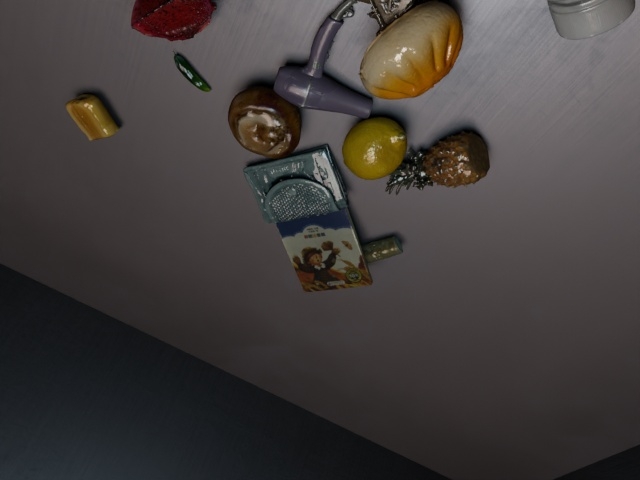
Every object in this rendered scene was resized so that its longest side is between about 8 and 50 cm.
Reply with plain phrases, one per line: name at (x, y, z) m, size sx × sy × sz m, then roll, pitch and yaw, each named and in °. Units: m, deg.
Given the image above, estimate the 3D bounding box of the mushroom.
mushroom at (-0.177, -0.374, 1.921) m, size 0.253 × 0.153 × 0.253 m, roll 14°, pitch 140°, yaw 12°

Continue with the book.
book at (0.000, 0.000, 2.251) m, size 0.300 × 0.039 × 0.428 m, roll -8°, pitch 117°, yaw 27°

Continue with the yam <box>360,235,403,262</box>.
yam at (0.219, 0.035, 2.250) m, size 0.179 × 0.078 × 0.078 m, roll -18°, pitch 125°, yaw 32°

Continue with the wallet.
wallet at (-0.090, -0.183, 2.112) m, size 0.342 × 0.075 × 0.237 m, roll -10°, pitch 115°, yaw 26°

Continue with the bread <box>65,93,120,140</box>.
bread at (-0.800, -0.437, 2.129) m, size 0.134 × 0.085 × 0.173 m, roll -2°, pitch 134°, yaw 25°

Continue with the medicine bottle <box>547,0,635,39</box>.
medicine bottle at (0.574, -0.645, 1.352) m, size 0.208 × 0.208 × 0.340 m, roll -14°, pitch 128°, yaw 30°

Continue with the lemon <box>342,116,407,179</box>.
lemon at (0.168, -0.285, 1.872) m, size 0.187 × 0.187 × 0.244 m, roll 42°, pitch 135°, yaw -22°

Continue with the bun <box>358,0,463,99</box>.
bun at (0.247, -0.464, 1.570) m, size 0.165 × 0.299 × 0.299 m, roll 55°, pitch 134°, yaw 9°

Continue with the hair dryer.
hair dryer at (0.046, -0.526, 1.745) m, size 0.301 × 0.121 × 0.361 m, roll 16°, pitch 132°, yaw -9°

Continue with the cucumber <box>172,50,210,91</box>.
cucumber at (-0.419, -0.534, 1.934) m, size 0.039 × 0.039 × 0.168 m, roll -23°, pitch 124°, yaw 35°

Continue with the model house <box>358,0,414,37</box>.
model house at (0.161, -0.600, 1.556) m, size 0.176 × 0.181 × 0.248 m, roll 16°, pitch 132°, yaw 7°

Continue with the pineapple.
pineapple at (0.349, -0.226, 1.903) m, size 0.340 × 0.169 × 0.169 m, roll -15°, pitch 128°, yaw 41°

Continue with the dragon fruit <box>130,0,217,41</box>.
dragon fruit at (-0.405, -0.682, 1.713) m, size 0.261 × 0.163 × 0.189 m, roll -17°, pitch 97°, yaw 28°
